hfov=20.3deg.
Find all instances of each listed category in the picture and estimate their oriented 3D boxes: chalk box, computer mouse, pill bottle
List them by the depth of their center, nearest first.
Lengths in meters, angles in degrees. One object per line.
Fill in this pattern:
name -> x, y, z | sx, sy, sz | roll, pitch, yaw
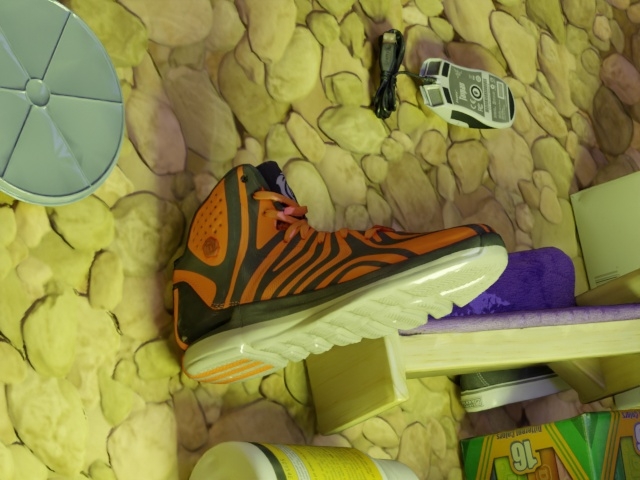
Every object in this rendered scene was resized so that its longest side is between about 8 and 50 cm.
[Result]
pill bottle -> -0.009, 0.245, 1.628 | 0.208, 0.119, 0.119 | 9, 70, -42
chalk box -> 0.285, 0.328, 1.843 | 0.180, 0.179, 0.289 | 0, 76, -43
computer mouse -> 0.133, -0.160, 1.964 | 0.193, 0.042, 0.106 | 16, 61, -34

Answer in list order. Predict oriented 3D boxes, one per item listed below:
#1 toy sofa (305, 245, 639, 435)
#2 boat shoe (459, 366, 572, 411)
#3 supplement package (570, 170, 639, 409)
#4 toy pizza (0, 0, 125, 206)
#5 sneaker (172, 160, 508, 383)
toy sofa -> 0.162, 0.079, 1.776 | 0.362, 0.150, 0.177 | -2, 74, -31
boat shoe -> 0.232, 0.131, 1.940 | 0.228, 0.080, 0.076 | -9, 84, -38
supplement package -> 0.433, 0.045, 2.066 | 0.145, 0.204, 0.262 | -2, 78, -44
toy pizza -> -0.257, -0.125, 1.576 | 0.201, 0.032, 0.201 | 17, 64, -41
sneaker -> 0.000, 0.000, 1.589 | 0.124, 0.321, 0.180 | 31, 44, -62
